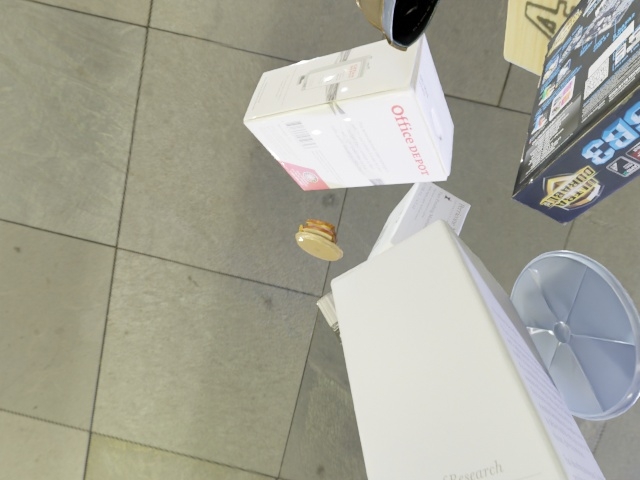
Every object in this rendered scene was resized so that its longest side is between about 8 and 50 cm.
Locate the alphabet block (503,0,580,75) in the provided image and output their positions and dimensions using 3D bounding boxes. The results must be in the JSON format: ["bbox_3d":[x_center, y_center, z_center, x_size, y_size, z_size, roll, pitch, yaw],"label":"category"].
[{"bbox_3d":[0.467,-0.417,0.729,0.192,0.193,0.197,-30,139,-9],"label":"alphabet block"}]

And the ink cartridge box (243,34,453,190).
[{"bbox_3d":[0.055,-0.189,0.683,0.283,0.207,0.117,0,62,31],"label":"ink cartridge box"}]

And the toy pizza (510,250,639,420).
[{"bbox_3d":[0.310,0.112,0.513,0.032,0.201,0.201,-3,100,-13],"label":"toy pizza"}]

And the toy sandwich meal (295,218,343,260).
[{"bbox_3d":[0.000,0.000,0.620,0.086,0.085,0.029,25,69,-1],"label":"toy sandwich meal"}]

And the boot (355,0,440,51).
[{"bbox_3d":[0.099,-0.270,0.339,0.082,0.219,0.106,-1,59,-23],"label":"boot"}]

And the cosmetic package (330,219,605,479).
[{"bbox_3d":[0.167,0.228,0.394,0.161,0.453,0.230,-31,135,23],"label":"cosmetic package"}]

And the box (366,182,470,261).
[{"bbox_3d":[0.192,0.002,0.866,0.119,0.182,0.181,30,61,1],"label":"box"}]

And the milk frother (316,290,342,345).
[{"bbox_3d":[0.086,0.200,1.160,0.129,0.143,0.134,-37,70,18],"label":"milk frother"}]

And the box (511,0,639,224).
[{"bbox_3d":[0.303,-0.204,0.363,0.073,0.295,0.293,27,60,2],"label":"box"}]
